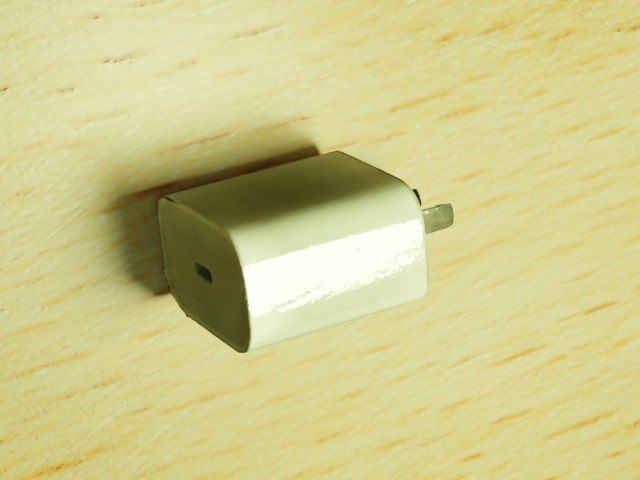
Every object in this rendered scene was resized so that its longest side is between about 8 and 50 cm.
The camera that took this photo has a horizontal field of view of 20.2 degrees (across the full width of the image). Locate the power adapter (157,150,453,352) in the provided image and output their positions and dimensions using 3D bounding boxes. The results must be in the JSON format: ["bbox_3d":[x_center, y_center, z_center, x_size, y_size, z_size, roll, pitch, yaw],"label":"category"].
[{"bbox_3d":[0.000,0.000,1.670,0.255,0.187,0.124,-15,113,-25],"label":"power adapter"}]
